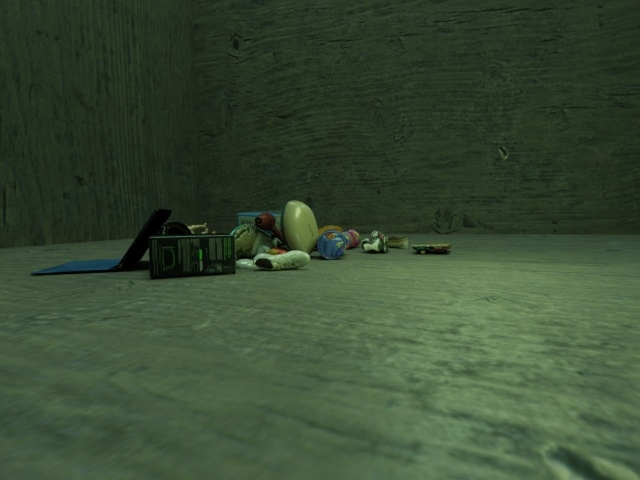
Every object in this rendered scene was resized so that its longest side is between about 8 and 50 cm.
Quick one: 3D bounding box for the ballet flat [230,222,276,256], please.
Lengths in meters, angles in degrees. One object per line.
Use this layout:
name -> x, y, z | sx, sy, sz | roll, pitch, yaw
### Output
ballet flat -> -0.296, 0.006, 1.907 | 0.182, 0.163, 0.483 | 19, 2, 0

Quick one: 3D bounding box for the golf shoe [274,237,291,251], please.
golf shoe -> -0.185, 0.013, 2.040 | 0.094, 0.077, 0.198 | 23, -13, -16

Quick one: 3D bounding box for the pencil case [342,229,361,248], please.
pencil case -> 0.151, -0.006, 2.219 | 0.105, 0.104, 0.236 | 0, 5, 18

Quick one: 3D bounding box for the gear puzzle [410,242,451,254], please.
gear puzzle -> 0.538, 0.037, 1.937 | 0.176, 0.044, 0.339 | -1, 1, 20

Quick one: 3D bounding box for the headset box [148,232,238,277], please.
headset box -> -0.428, 0.042, 1.374 | 0.284, 0.131, 0.246 | -2, 4, -21

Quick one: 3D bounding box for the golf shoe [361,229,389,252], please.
golf shoe -> 0.253, 0.007, 1.999 | 0.120, 0.105, 0.273 | -8, 4, -2

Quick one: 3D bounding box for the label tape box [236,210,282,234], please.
label tape box -> -0.274, -0.109, 2.297 | 0.250, 0.114, 0.348 | 4, 7, 24

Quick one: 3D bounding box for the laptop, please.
laptop -> -0.814, -0.008, 1.568 | 0.237, 0.407, 0.382 | 33, -4, -13

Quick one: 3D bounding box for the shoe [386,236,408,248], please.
shoe -> 0.408, 0.017, 2.202 | 0.077, 0.058, 0.219 | -24, 8, -20

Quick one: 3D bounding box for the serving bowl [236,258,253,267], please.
serving bowl -> -0.280, 0.084, 1.481 | 0.084, 0.027, 0.083 | -1, 3, 0

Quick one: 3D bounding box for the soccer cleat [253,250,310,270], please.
soccer cleat -> -0.134, 0.074, 1.381 | 0.197, 0.068, 0.076 | -2, 19, 5

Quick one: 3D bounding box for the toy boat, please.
toy boat -> -0.136, -0.017, 1.687 | 0.148, 0.267, 0.318 | 6, 38, 31

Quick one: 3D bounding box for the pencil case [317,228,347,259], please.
pencil case -> 0.058, 0.015, 1.791 | 0.133, 0.119, 0.306 | 38, 5, 2

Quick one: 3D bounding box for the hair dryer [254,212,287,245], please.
hair dryer -> -0.194, -0.049, 1.826 | 0.294, 0.080, 0.224 | 31, 4, -45

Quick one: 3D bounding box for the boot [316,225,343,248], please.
boot -> -0.001, -0.001, 2.164 | 0.296, 0.103, 0.211 | -13, 11, -7

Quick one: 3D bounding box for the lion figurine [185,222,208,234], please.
lion figurine -> -0.762, -0.012, 2.298 | 0.241, 0.142, 0.392 | -10, 10, -17

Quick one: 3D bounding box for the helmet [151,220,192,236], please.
helmet -> -0.570, 0.014, 1.543 | 0.170, 0.169, 0.161 | -2, 15, -19

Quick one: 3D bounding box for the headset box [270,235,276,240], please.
headset box -> -0.175, -0.023, 2.456 | 0.294, 0.110, 0.218 | -1, 5, 0

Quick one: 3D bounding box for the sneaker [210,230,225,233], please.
sneaker -> -0.707, -0.015, 2.619 | 0.209, 0.094, 0.082 | -4, 6, -25
